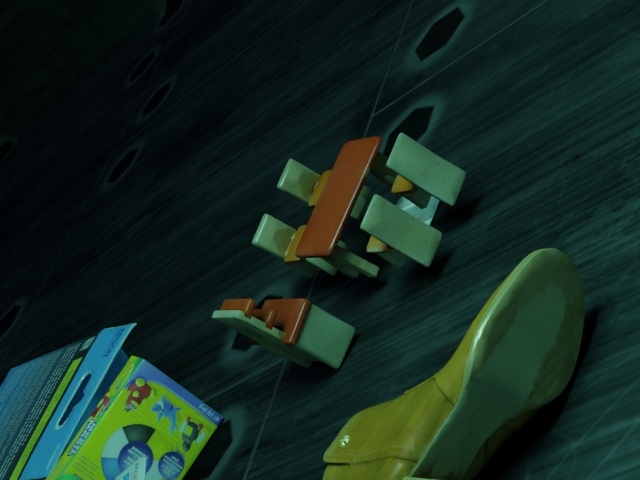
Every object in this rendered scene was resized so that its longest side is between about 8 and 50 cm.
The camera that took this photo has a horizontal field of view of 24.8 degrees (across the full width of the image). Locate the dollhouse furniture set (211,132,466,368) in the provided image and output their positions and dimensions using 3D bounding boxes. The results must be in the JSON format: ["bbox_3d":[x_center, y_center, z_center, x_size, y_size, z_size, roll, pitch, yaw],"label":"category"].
[{"bbox_3d":[0.000,0.000,1.609,0.262,0.135,0.259,-7,57,61],"label":"dollhouse furniture set"}]

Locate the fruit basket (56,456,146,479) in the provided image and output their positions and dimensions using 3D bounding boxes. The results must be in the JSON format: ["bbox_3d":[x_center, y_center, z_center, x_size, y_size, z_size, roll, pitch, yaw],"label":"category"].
[{"bbox_3d":[-0.268,0.442,1.498,0.327,0.165,0.353,-42,41,32],"label":"fruit basket"}]

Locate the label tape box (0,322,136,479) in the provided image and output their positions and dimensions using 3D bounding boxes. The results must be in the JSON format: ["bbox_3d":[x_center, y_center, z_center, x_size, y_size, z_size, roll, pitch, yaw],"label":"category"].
[{"bbox_3d":[-0.360,0.267,1.981,0.348,0.115,0.249,-21,36,47],"label":"label tape box"}]

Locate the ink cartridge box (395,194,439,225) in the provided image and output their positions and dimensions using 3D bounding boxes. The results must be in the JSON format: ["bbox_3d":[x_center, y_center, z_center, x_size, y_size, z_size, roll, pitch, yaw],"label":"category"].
[{"bbox_3d":[0.111,-0.044,1.658,0.048,0.028,0.083,-27,32,49],"label":"ink cartridge box"}]

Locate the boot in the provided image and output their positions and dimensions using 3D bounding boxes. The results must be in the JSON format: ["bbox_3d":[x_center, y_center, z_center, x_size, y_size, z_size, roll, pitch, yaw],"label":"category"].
[{"bbox_3d":[0.100,0.142,1.269,0.211,0.104,0.295,-11,48,58],"label":"boot"}]

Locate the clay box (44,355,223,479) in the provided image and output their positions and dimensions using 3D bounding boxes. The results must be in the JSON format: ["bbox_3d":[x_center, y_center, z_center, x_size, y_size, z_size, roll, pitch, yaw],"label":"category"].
[{"bbox_3d":[-0.228,0.261,1.696,0.222,0.127,0.053,-57,21,-14],"label":"clay box"}]
